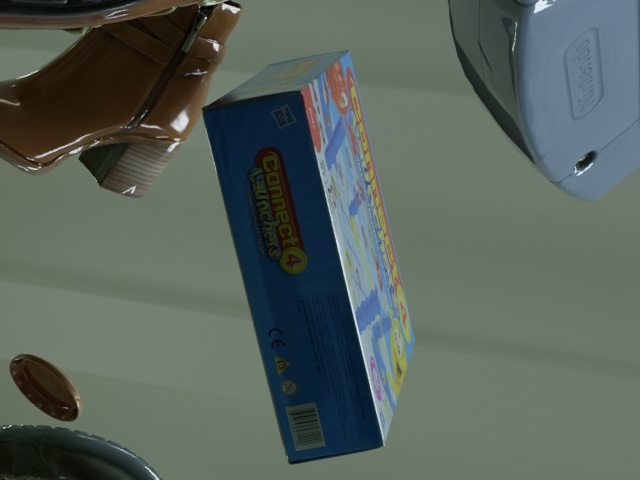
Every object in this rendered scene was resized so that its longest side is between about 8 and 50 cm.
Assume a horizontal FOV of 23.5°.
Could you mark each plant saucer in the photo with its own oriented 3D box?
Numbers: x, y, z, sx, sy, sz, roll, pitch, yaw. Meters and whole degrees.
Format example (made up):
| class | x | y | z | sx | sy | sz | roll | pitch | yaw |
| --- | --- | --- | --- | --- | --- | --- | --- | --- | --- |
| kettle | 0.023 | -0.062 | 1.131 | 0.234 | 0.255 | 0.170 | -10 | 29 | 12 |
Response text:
| class | x | y | z | sx | sy | sz | roll | pitch | yaw |
| --- | --- | --- | --- | --- | --- | --- | --- | --- | --- |
| plant saucer | -0.259 | 0.138 | 1.460 | 0.083 | 0.083 | 0.013 | 28 | -127 | 16 |

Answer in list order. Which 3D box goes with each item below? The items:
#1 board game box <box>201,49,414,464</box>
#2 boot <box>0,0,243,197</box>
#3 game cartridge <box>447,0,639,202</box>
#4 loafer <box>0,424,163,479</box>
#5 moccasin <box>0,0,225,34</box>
| class | x | y | z | sx | sy | sz | roll | pitch | yaw |
| --- | --- | --- | --- | --- | --- | --- | --- | --- | --- |
| board game box | 0.000 | 0.000 | 1.378 | 0.086 | 0.302 | 0.308 | -11 | -78 | 11 |
| boot | -0.206 | -0.164 | 1.412 | 0.109 | 0.283 | 0.220 | 44 | -72 | 43 |
| game cartridge | 0.146 | -0.125 | 0.646 | 0.198 | 0.297 | 0.062 | -34 | -113 | -2 |
| loafer | -0.135 | 0.204 | 1.003 | 0.094 | 0.251 | 0.087 | -7 | -131 | 37 |
| moccasin | -0.137 | -0.225 | 1.109 | 0.380 | 0.147 | 0.139 | -21 | -89 | -26 |
